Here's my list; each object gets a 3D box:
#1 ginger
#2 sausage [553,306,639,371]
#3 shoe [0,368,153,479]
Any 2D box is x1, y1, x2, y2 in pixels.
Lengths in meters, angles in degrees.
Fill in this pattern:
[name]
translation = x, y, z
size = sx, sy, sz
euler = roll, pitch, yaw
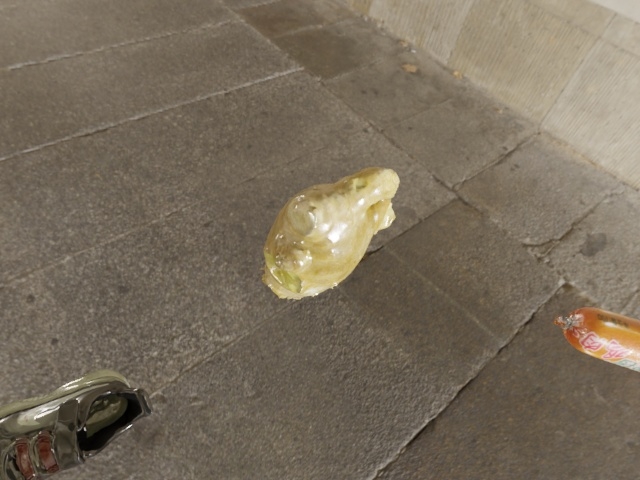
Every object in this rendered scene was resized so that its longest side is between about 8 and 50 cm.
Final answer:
[ginger]
translation = 0.000, 0.000, 0.490
size = 0.102, 0.216, 0.157
euler = 45, 61, 11
[sausage]
translation = 0.576, 0.191, 0.773
size = 0.313, 0.092, 0.092
euler = 18, 50, -1
[shoe]
translation = -0.308, 0.229, 0.511
size = 0.112, 0.098, 0.228
euler = -9, 7, 29
